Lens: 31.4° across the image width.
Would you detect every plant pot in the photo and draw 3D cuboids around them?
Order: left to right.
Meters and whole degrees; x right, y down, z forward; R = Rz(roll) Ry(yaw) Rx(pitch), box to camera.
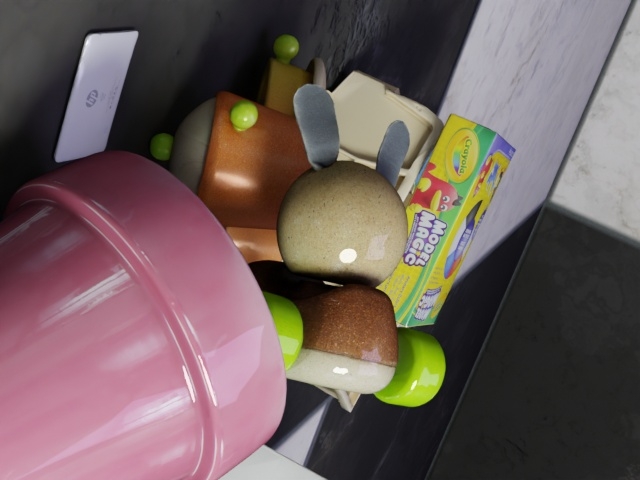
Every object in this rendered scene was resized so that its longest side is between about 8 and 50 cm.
[{"bbox_3d":[-0.150,0.073,0.616,0.180,0.201,0.201,-30,146,-35],"label":"plant pot"}]

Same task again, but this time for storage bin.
[{"bbox_3d":[0.028,0.006,1.146,0.260,0.123,0.262,-59,163,-13],"label":"storage bin"}]

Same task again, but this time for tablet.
[{"bbox_3d":[-0.137,-0.089,0.700,0.054,0.006,0.083,-27,140,-64],"label":"tablet"}]

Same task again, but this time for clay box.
[{"bbox_3d":[0.108,-0.001,1.069,0.222,0.053,0.127,-66,163,5],"label":"clay box"}]

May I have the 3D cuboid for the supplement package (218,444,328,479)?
[{"bbox_3d":[-0.095,0.320,1.110,0.199,0.198,0.262,-57,163,-23],"label":"supplement package"}]

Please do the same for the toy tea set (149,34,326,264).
[{"bbox_3d":[-0.087,0.008,0.885,0.200,0.124,0.336,-101,-154,-66],"label":"toy tea set"}]

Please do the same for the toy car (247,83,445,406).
[{"bbox_3d":[0.000,0.000,0.740,0.155,0.149,0.188,17,83,-41],"label":"toy car"}]

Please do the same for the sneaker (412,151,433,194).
[{"bbox_3d":[0.106,-0.014,1.347,0.091,0.126,0.240,-33,145,-60],"label":"sneaker"}]
